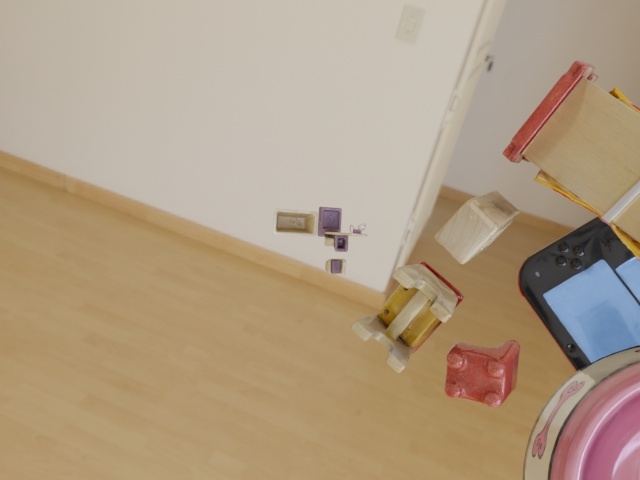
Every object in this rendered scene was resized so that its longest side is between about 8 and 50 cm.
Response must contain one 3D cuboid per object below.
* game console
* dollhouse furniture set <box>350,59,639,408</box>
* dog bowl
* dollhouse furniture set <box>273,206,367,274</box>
[{"bbox_3d":[0.619,0.135,1.125,0.386,0.342,0.060,60,3,18],"label":"game console"},{"bbox_3d":[0.235,0.020,0.616,0.201,0.374,0.152,43,26,16],"label":"dollhouse furniture set"},{"bbox_3d":[0.457,0.318,0.675,0.408,0.408,0.150,26,-8,21],"label":"dog bowl"},{"bbox_3d":[0.000,0.000,0.731,0.114,0.091,0.081,3,1,-33],"label":"dollhouse furniture set"}]
